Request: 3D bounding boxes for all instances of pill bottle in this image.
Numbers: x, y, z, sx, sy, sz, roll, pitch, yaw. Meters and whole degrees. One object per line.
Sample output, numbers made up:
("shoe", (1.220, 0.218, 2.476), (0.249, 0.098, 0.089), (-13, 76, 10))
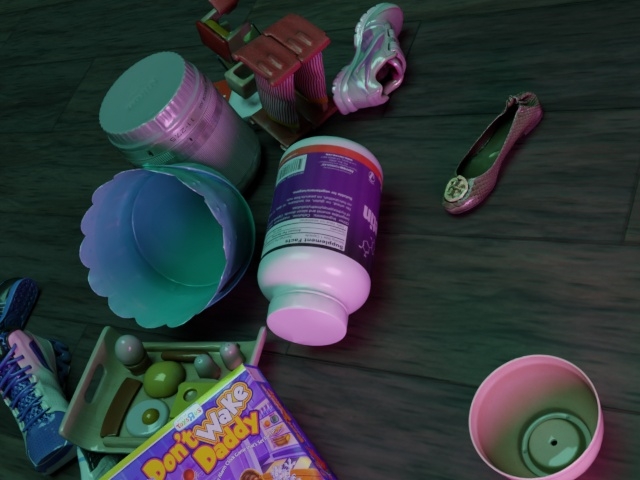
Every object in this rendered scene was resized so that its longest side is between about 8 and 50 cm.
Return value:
("pill bottle", (0.000, 0.000, 1.405), (0.182, 0.181, 0.323), (-11, 53, 28))

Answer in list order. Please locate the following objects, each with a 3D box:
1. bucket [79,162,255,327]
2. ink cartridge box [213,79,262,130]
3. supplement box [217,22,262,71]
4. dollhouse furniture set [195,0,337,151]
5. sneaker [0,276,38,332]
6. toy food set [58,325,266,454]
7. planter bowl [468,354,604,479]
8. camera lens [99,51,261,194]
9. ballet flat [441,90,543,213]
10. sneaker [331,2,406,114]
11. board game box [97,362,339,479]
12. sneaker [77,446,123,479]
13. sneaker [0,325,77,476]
("bucket", (-0.257, -0.004, 1.501), (0.281, 0.281, 0.183), (-22, 9, 19))
("ink cartridge box", (-0.182, -0.309, 1.856), (0.232, 0.066, 0.189), (-7, 54, 25))
("supplement box", (-0.179, -0.433, 1.945), (0.083, 0.056, 0.083), (-13, 51, 26))
("dollhouse furniture set", (-0.144, -0.368, 1.690), (0.152, 0.201, 0.374), (-40, 60, -18))
("sneaker", (-0.681, 0.179, 1.808), (0.090, 0.081, 0.232), (-4, 49, 35))
("toy food set", (-0.253, 0.232, 1.412), (0.306, 0.092, 0.219), (-3, 47, 20))
("planter bowl", (0.281, 0.240, 1.082), (0.162, 0.109, 0.162), (-18, 49, 22))
("camera lens", (-0.262, -0.199, 1.666), (0.219, 0.274, 0.219), (-18, 49, 22))
("ballet flat", (0.278, -0.150, 1.418), (0.250, 0.058, 0.084), (-50, 44, -8))
("sneaker", (0.119, -0.348, 1.657), (0.111, 0.103, 0.252), (9, 68, 32))
("board game box", (-0.169, 0.377, 1.237), (0.347, 0.078, 0.233), (-39, 72, 3))
("sneaker", (-0.360, 0.401, 1.419), (0.086, 0.085, 0.237), (-63, 33, 19))
("sneaker", (-0.544, 0.268, 1.568), (0.127, 0.182, 0.315), (-38, 44, 6))
